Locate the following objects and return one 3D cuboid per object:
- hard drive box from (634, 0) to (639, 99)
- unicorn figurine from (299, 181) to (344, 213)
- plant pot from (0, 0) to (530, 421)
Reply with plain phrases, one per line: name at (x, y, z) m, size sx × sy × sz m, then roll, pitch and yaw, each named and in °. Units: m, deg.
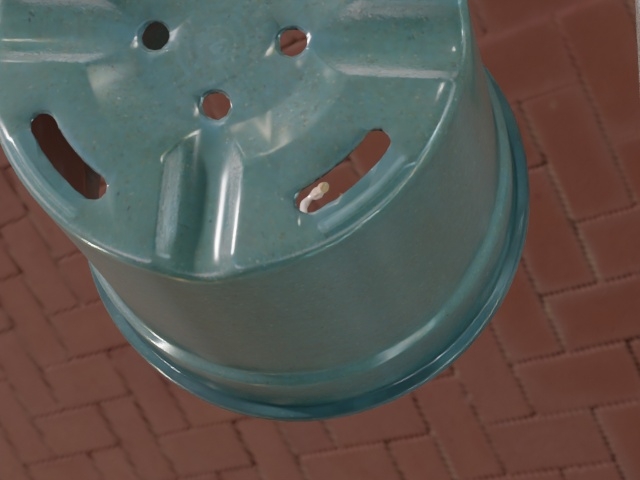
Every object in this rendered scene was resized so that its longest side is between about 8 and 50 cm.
hard drive box at (0.422, -0.243, 1.400) m, size 0.089 × 0.181 × 0.232 m, roll -4°, pitch 93°, yaw -8°
unicorn figurine at (0.000, 0.000, 1.334) m, size 0.060 × 0.162 × 0.111 m, roll 32°, pitch 90°, yaw -26°
plant pot at (-0.031, -0.069, 0.797) m, size 0.341 × 0.334 × 0.341 m, roll -1°, pitch 78°, yaw 6°
